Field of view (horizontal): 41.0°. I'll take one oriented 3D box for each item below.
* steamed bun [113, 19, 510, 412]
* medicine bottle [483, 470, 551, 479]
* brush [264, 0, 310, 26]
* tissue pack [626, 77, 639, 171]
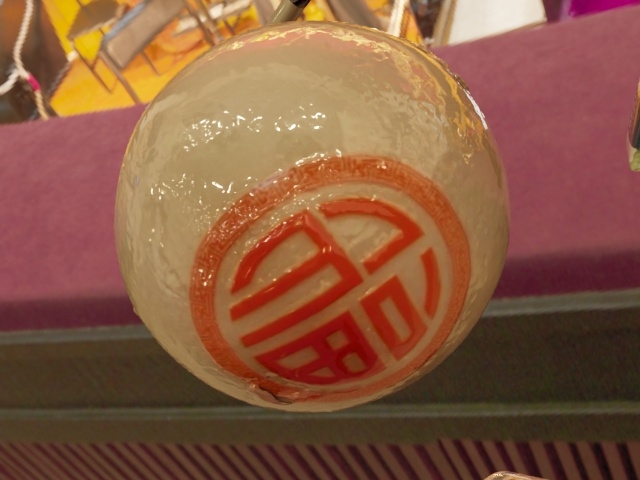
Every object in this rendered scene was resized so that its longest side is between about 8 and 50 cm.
[{"bbox_3d":[0.000,0.000,0.582,0.283,0.283,0.177,-26,30,5],"label":"steamed bun"},{"bbox_3d":[0.292,0.347,0.966,0.237,0.139,0.139,-3,46,47],"label":"medicine bottle"},{"bbox_3d":[-0.028,-0.216,0.812,0.299,0.042,0.039,-51,4,33],"label":"brush"},{"bbox_3d":[0.285,-0.105,0.723,0.042,0.083,0.062,7,34,11],"label":"tissue pack"}]
